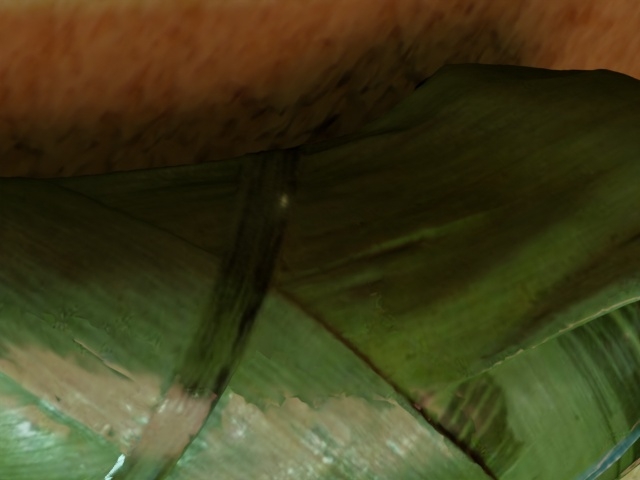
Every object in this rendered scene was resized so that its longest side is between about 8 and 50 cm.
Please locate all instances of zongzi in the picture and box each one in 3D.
[{"bbox_3d":[0.000,0.000,0.495,0.251,0.125,0.274,-40,136,-11],"label":"zongzi"}]
